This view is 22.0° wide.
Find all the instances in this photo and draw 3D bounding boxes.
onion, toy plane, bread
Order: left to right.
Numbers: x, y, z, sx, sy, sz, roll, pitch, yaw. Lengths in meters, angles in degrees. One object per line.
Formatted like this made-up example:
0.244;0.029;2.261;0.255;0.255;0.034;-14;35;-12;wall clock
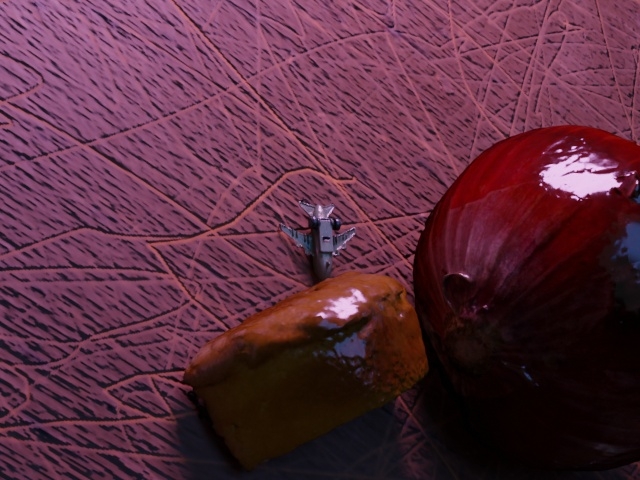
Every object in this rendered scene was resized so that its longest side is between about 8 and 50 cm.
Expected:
0.001;-0.001;1.590;0.080;0.033;0.083;3;67;-26;toy plane
0.014;0.101;1.482;0.260;0.134;0.129;-25;87;-43;bread
0.250;0.049;1.592;0.341;0.341;0.341;18;59;-32;onion
